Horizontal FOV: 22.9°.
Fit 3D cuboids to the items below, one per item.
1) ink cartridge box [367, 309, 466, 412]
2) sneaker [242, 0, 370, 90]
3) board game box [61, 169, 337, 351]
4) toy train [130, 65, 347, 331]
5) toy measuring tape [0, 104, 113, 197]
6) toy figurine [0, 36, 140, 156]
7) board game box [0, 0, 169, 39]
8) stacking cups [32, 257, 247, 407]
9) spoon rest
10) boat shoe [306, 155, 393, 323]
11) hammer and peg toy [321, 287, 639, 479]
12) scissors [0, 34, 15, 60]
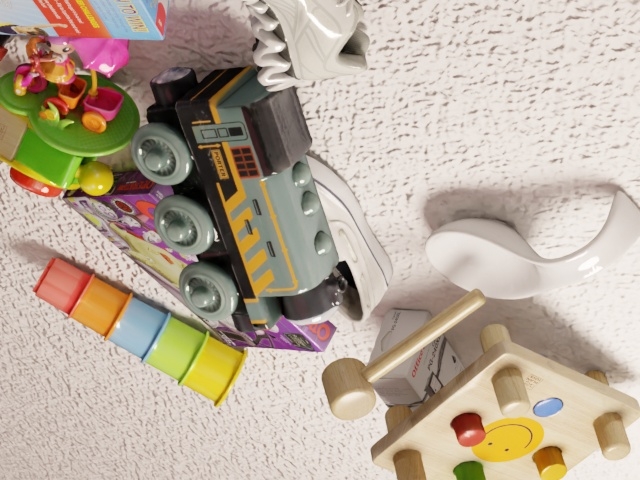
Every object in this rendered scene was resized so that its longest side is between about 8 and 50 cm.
[{"bbox_3d":[0.128,0.176,2.074,0.063,0.109,0.150,-1,142,31],"label":"ink cartridge box"},{"bbox_3d":[-0.022,-0.254,1.536,0.118,0.110,0.292,4,153,15],"label":"sneaker"},{"bbox_3d":[-0.157,0.031,2.067,0.208,0.056,0.347,-6,139,47],"label":"board game box"},{"bbox_3d":[-0.086,-0.044,1.785,0.190,0.142,0.334,-3,116,32],"label":"toy train"},{"bbox_3d":[-0.379,-0.142,1.942,0.330,0.121,0.121,30,152,20],"label":"toy measuring tape"},{"bbox_3d":[-0.277,-0.202,1.768,0.173,0.130,0.159,22,137,3],"label":"toy figurine"},{"bbox_3d":[-0.322,-0.293,1.490,0.301,0.086,0.308,3,164,9],"label":"board game box"},{"bbox_3d":[-0.264,0.129,2.267,0.316,0.096,0.096,28,148,-9],"label":"stacking cups"},{"bbox_3d":[0.234,0.014,1.788,0.276,0.084,0.137,-16,132,45],"label":"spoon rest"},{"bbox_3d":[0.000,0.000,1.908,0.096,0.088,0.267,2,143,31],"label":"boat shoe"},{"bbox_3d":[0.196,0.219,1.946,0.361,0.127,0.266,26,126,-33],"label":"hammer and peg toy"},{"bbox_3d":[-0.357,-0.224,1.794,0.021,0.109,0.297,8,161,-41],"label":"scissors"}]
